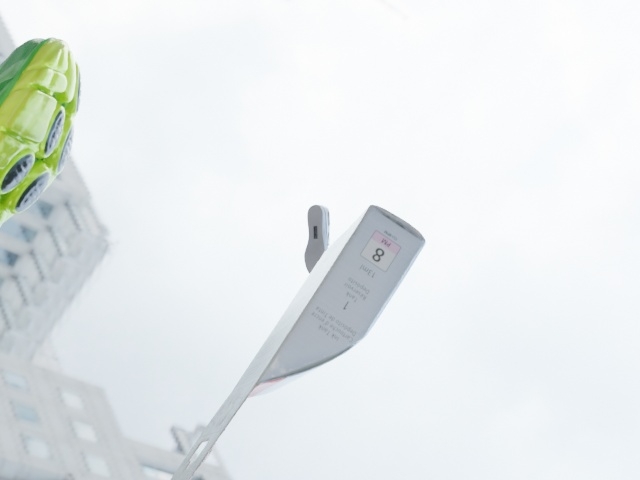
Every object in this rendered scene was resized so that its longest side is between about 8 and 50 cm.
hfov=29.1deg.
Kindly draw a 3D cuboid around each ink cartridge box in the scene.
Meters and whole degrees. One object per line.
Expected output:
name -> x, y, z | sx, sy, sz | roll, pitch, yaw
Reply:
ink cartridge box -> -0.020, 0.095, 0.924 | 0.232, 0.066, 0.189 | -60, -177, -14

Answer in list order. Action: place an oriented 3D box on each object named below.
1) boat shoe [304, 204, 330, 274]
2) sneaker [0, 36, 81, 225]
boat shoe -> 0.000, 0.000, 1.721 | 0.035, 0.035, 0.100 | -1, -91, 33
sneaker -> -0.275, -0.042, 0.853 | 0.123, 0.109, 0.295 | 30, -114, 14
